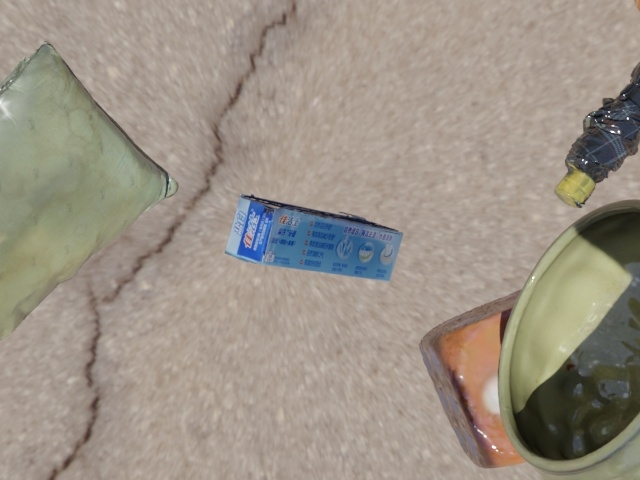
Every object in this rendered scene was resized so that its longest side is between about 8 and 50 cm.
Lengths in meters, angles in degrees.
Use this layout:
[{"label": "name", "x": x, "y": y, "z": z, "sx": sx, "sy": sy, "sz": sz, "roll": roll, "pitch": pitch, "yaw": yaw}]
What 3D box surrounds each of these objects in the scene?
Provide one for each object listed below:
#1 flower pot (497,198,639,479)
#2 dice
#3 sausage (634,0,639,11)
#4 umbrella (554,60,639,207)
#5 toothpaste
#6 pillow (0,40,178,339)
[{"label": "flower pot", "x": 0.345, "y": 0.132, "z": 1.221, "sx": 0.244, "sy": 0.307, "sz": 0.307, "roll": 24, "pitch": 90, "yaw": -21}, {"label": "dice", "x": 0.226, "y": 0.158, "z": 1.480, "sx": 0.179, "sy": 0.174, "sz": 0.175, "roll": -18, "pitch": 90, "yaw": -7}, {"label": "sausage", "x": 0.433, "y": -0.372, "z": 1.304, "sx": 0.233, "sy": 0.287, "sz": 0.233, "roll": -2, "pitch": 75, "yaw": 6}, {"label": "umbrella", "x": 0.198, "y": -0.083, "z": 0.810, "sx": 0.040, "sy": 0.037, "sz": 0.144, "roll": 37, "pitch": 84, "yaw": 15}, {"label": "toothpaste", "x": 0.000, "y": 0.000, "z": 1.366, "sx": 0.053, "sy": 0.272, "sz": 0.066, "roll": 19, "pitch": 95, "yaw": 31}, {"label": "pillow", "x": -0.264, "y": 0.008, "z": 0.939, "sx": 0.302, "sy": 0.185, "sz": 0.075, "roll": -41, "pitch": 49, "yaw": -3}]
